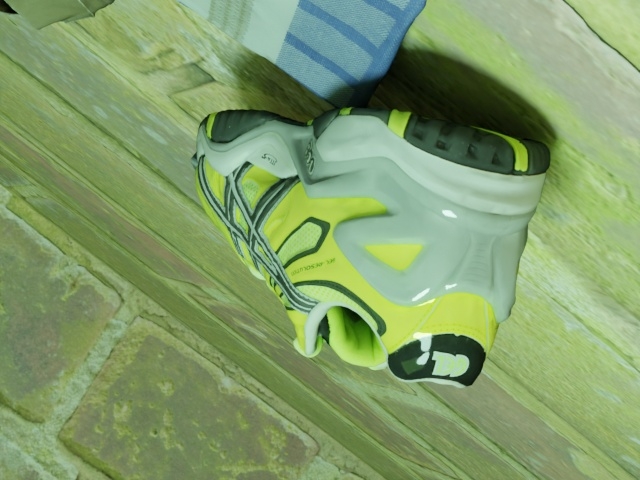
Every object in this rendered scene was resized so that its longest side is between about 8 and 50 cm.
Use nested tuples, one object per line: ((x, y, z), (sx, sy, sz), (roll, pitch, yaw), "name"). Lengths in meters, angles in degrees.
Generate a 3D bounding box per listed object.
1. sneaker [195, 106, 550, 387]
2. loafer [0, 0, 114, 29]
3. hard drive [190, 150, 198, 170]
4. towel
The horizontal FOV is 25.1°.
((0.000, 0.000, 0.904), (0.145, 0.147, 0.384), (11, 178, -19), "sneaker")
((-0.203, -0.183, 1.072), (0.056, 0.050, 0.148), (43, 166, -32), "loafer")
((-0.051, -0.031, 1.307), (0.135, 0.022, 0.094), (32, 168, 17), "hard drive")
((-0.074, -0.180, 0.777), (0.285, 0.034, 0.209), (34, 166, 0), "towel")
